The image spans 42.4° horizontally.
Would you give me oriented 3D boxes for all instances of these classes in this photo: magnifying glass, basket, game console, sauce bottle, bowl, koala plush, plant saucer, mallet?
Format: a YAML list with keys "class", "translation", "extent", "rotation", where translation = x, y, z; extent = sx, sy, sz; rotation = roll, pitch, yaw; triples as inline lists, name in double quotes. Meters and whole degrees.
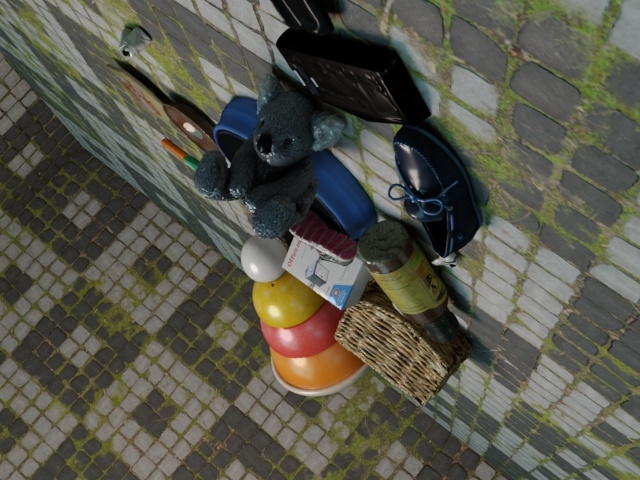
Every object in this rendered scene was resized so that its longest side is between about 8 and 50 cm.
- class: "magnifying glass"
  translation: [-0.385, -0.232, 2.462]
  extent: [0.231, 0.026, 0.092]
  rotation: [38, 169, 14]
- class: "basket"
  translation: [0.225, 0.207, 2.018]
  extent: [0.299, 0.223, 0.213]
  rotation: [37, 135, 17]
- class: "game console"
  translation: [-0.007, -0.279, 1.036]
  extent: [0.213, 0.044, 0.361]
  rotation: [27, 163, 44]
- class: "sauce bottle"
  translation: [0.189, 0.094, 1.658]
  extent: [0.111, 0.111, 0.344]
  rotation: [29, 166, 42]
- class: "bowl"
  translation: [-0.059, -0.129, 1.686]
  extent: [0.391, 0.077, 0.391]
  rotation: [38, 169, 9]
- class: "koala plush"
  translation: [-0.068, -0.155, 1.377]
  extent: [0.196, 0.203, 0.221]
  rotation: [34, 124, 19]
- class: "plant saucer"
  translation: [-0.298, -0.272, 2.003]
  extent: [0.198, 0.036, 0.198]
  rotation: [37, 169, 9]
- class: "mallet"
  translation: [-0.113, -0.035, 2.247]
  extent: [0.039, 0.062, 0.190]
  rotation: [47, 167, -27]

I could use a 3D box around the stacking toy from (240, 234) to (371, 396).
- class: "stacking toy"
  translation: [-0.061, 0.146, 2.150]
  extent: [0.351, 0.350, 0.480]
  rotation: [27, 157, 48]

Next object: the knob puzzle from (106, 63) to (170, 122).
- class: "knob puzzle"
  translation: [-0.439, -0.371, 2.093]
  extent: [0.213, 0.030, 0.213]
  rotation: [39, 168, 10]

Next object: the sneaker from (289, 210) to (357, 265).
- class: "sneaker"
  translation: [0.000, 0.000, 1.627]
  extent: [0.170, 0.063, 0.075]
  rotation: [31, 160, 19]

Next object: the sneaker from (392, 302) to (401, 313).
- class: "sneaker"
  translation: [0.160, 0.080, 1.824]
  extent: [0.212, 0.080, 0.094]
  rotation: [54, 175, -28]

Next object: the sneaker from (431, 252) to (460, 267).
- class: "sneaker"
  translation: [0.230, 0.038, 1.506]
  extent: [0.037, 0.032, 0.083]
  rotation: [40, 169, 0]

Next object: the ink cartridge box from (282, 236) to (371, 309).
- class: "ink cartridge box"
  translation: [0.022, 0.049, 1.914]
  extent: [0.191, 0.139, 0.082]
  rotation: [34, -154, 24]

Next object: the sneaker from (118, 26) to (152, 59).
- class: "sneaker"
  translation: [-0.406, -0.415, 1.747]
  extent: [0.054, 0.061, 0.152]
  rotation: [43, 170, -22]

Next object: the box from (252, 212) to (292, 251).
- class: "box"
  translation: [-0.119, -0.014, 2.293]
  extent: [0.164, 0.021, 0.201]
  rotation: [39, -175, -12]

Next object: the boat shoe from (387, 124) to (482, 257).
- class: "boat shoe"
  translation: [0.168, -0.058, 1.192]
  extent: [0.109, 0.089, 0.258]
  rotation: [27, 163, 47]
